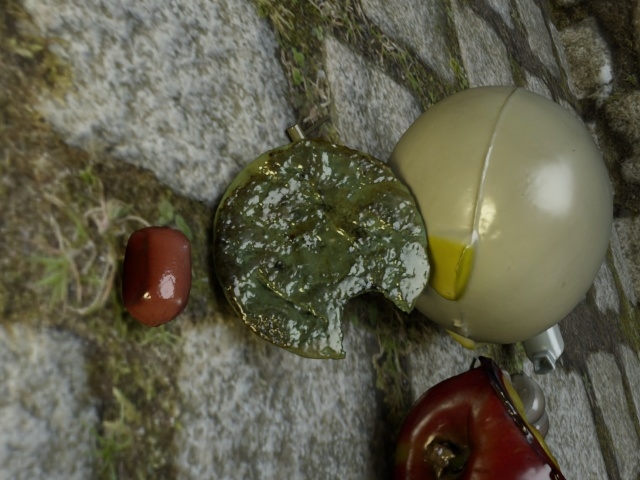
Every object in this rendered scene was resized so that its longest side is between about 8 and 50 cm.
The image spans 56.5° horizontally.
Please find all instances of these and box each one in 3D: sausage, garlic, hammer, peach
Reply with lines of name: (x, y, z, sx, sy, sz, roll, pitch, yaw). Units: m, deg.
sausage: (-0.143, 0.031, 0.534, 0.054, 0.059, 0.094, 28, 50, -50)
garlic: (0.282, 0.256, 0.941, 0.194, 0.127, 0.131, -87, 179, -72)
hammer: (-0.011, -0.158, 0.832, 0.035, 0.019, 0.110, 59, 35, -13)
peach: (0.209, 0.326, 0.735, 0.361, 0.201, 0.257, 51, 10, -42)

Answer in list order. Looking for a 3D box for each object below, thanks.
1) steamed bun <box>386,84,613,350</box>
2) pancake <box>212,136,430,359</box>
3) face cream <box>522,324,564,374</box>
steamed bun: (0.233, -0.028, 0.819, 0.374, 0.334, 0.334, 54, 34, -53)
pancake: (0.000, 0.000, 0.652, 0.253, 0.037, 0.253, 3, 69, -8)
face cream: (0.366, 0.056, 1.107, 0.145, 0.145, 0.369, -10, 83, -53)
